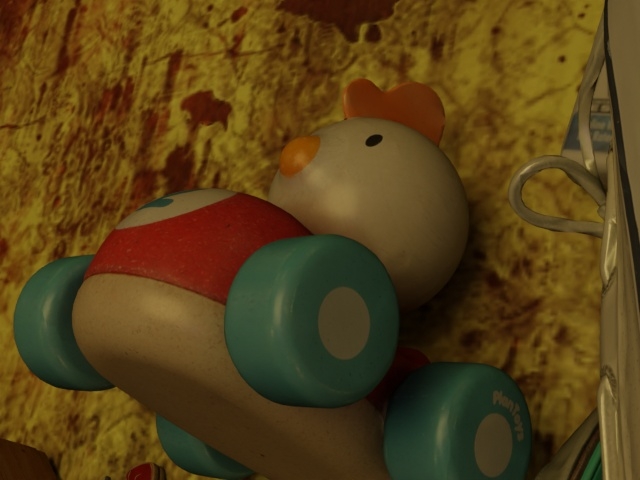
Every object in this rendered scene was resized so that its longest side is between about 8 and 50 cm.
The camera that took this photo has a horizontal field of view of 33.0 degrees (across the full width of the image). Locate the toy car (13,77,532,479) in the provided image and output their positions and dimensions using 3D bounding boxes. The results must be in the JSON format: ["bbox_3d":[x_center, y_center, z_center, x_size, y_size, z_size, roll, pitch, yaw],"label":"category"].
[{"bbox_3d":[0.000,0.000,0.575,0.219,0.210,0.238,-6,52,46],"label":"toy car"}]

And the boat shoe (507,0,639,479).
[{"bbox_3d":[0.161,-0.002,0.459,0.156,0.136,0.367,125,153,-58],"label":"boat shoe"}]

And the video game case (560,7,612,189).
[{"bbox_3d":[0.307,-0.151,0.519,0.329,0.036,0.299,9,74,38],"label":"video game case"}]

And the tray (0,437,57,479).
[{"bbox_3d":[-0.178,0.330,0.611,0.203,0.076,0.411,-46,49,9],"label":"tray"}]

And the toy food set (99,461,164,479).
[{"bbox_3d":[-0.104,0.187,0.664,0.078,0.019,0.122,-36,44,16],"label":"toy food set"}]

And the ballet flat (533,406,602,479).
[{"bbox_3d":[0.099,0.168,0.494,0.068,0.072,0.213,-1,67,46],"label":"ballet flat"}]
